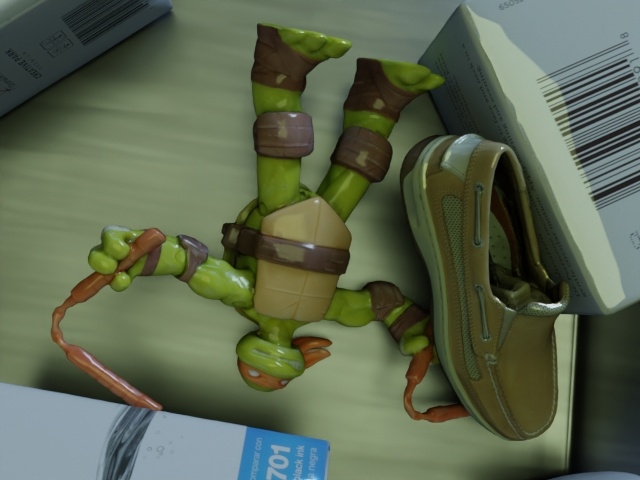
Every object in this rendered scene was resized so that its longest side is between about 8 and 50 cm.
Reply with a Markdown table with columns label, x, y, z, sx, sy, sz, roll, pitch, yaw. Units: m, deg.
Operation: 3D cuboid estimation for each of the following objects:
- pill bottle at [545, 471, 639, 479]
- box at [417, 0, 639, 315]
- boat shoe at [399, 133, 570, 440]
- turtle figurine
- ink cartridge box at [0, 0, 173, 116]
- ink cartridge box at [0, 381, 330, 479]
| label | x | y | z | sx | sy | sz | roll | pitch | yaw |
| --- | --- | --- | --- | --- | --- | --- | --- | --- | --- |
| pill bottle | 0.164 | 0.233 | 0.482 | 0.112 | 0.112 | 0.186 | -13 | 87 | -5 |
| box | 0.181 | -0.072 | 0.497 | 0.182 | 0.119 | 0.180 | -25 | 89 | -6 |
| boat shoe | 0.100 | 0.034 | 0.463 | 0.068 | 0.072 | 0.189 | -36 | 115 | -30 |
| turtle figurine | 0.000 | 0.000 | 0.495 | 0.270 | 0.087 | 0.217 | 14 | 95 | -19 |
| ink cartridge box | -0.283 | -0.199 | 0.464 | 0.272 | 0.130 | 0.309 | -33 | 89 | -4 |
| ink cartridge box | -0.102 | 0.154 | 0.446 | 0.191 | 0.139 | 0.082 | 12 | 45 | -3 |
